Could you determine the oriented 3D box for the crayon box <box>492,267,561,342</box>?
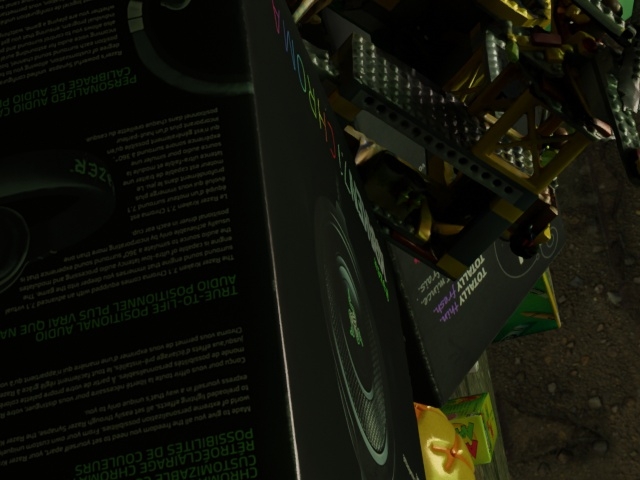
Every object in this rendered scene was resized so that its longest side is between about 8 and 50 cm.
[{"bbox_3d":[0.168,-0.015,1.846,0.278,0.081,0.165,55,23,-70],"label":"crayon box"}]

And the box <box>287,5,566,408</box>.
[{"bbox_3d":[0.020,-0.067,1.073,0.165,0.143,0.270,-48,134,-37],"label":"box"}]

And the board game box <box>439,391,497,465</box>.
[{"bbox_3d":[0.107,0.175,1.712,0.181,0.092,0.043,-15,93,-83],"label":"board game box"}]

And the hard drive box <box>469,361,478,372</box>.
[{"bbox_3d":[0.097,0.025,1.903,0.232,0.089,0.181,-68,144,-78],"label":"hard drive box"}]

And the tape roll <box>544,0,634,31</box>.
[{"bbox_3d":[0.092,-0.215,1.407,0.321,0.321,0.077,-91,166,-58],"label":"tape roll"}]

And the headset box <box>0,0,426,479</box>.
[{"bbox_3d":[-0.043,0.081,0.623,0.246,0.131,0.283,65,14,-55],"label":"headset box"}]

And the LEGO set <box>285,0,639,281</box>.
[{"bbox_3d":[0.019,-0.152,0.773,0.331,0.192,0.255,35,30,-15],"label":"LEGO set"}]

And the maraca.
[{"bbox_3d":[0.037,0.137,1.270,0.186,0.099,0.127,53,-8,16],"label":"maraca"}]
